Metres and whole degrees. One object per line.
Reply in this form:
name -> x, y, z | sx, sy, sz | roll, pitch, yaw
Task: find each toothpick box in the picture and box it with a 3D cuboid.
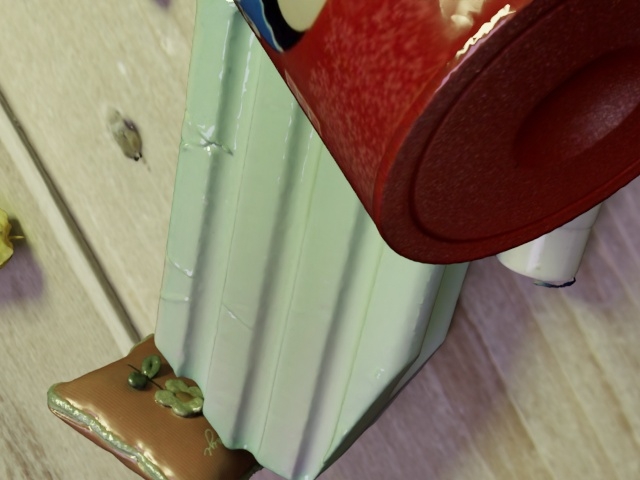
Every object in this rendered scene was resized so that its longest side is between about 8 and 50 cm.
toothpick box -> 0.036, -0.178, 0.473 | 0.204, 0.204, 0.333 | -52, 55, 35

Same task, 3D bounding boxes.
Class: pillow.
pillow -> -0.114, 0.144, 0.781 | 0.171, 0.179, 0.075 | 35, 107, 12

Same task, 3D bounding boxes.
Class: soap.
soap -> 0.000, 0.000, 0.687 | 0.208, 0.115, 0.347 | 23, 119, 21

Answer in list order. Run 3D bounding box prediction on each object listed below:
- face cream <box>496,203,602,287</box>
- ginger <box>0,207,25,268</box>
face cream -> 0.163, -0.091, 0.595 | 0.092, 0.058, 0.244 | 23, 114, 28
ginger -> -0.486, 0.020, 0.960 | 0.375, 0.166, 0.236 | 24, 119, 17
